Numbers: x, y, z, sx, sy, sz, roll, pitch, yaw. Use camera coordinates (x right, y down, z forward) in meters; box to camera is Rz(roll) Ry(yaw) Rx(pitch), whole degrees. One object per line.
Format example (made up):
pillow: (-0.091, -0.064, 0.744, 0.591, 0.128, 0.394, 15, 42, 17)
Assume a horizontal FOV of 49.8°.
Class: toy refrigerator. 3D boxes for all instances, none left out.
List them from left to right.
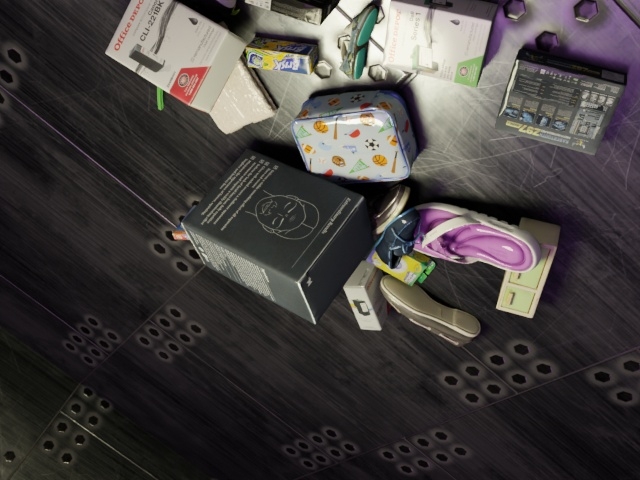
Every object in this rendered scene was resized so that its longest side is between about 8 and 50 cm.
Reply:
toy refrigerator: (0.543, 0.078, 1.813, 0.102, 0.094, 0.270, 15, 135, 13)

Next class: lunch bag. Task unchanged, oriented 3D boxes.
lunch bag: (0.083, -0.248, 1.734, 0.303, 0.115, 0.243, 0, 135, 28)

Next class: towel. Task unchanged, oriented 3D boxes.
towel: (-0.252, -0.417, 1.793, 0.187, 0.049, 0.282, -13, 123, 36)

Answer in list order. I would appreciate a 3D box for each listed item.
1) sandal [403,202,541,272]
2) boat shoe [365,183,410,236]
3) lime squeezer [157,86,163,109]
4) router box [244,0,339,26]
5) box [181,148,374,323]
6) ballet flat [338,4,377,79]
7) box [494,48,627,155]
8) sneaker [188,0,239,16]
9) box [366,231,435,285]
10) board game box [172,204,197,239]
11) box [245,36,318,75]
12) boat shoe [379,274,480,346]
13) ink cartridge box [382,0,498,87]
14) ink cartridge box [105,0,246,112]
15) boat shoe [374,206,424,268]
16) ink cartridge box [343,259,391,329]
sandal: (0.354, 0.000, 1.770, 0.416, 0.102, 0.169, 9, 127, 41)
boat shoe: (0.136, -0.072, 1.878, 0.092, 0.103, 0.285, 33, 142, -12)
lime squeezer: (-0.380, -0.432, 1.791, 0.110, 0.059, 0.310, 29, 152, -33)
router box: (-0.058, -0.543, 1.517, 0.178, 0.133, 0.046, 21, 135, 9)
box: (-0.105, -0.020, 1.815, 0.395, 0.293, 0.212, 25, 154, 28)
ballet flat: (0.078, -0.459, 1.581, 0.070, 0.070, 0.188, 22, 133, 7)
box: (0.518, -0.300, 1.503, 0.232, 0.059, 0.183, 17, 135, 11)
sneaker: (-0.305, -0.589, 1.636, 0.234, 0.084, 0.097, 21, 137, 8)
box: (0.233, 0.061, 1.992, 0.179, 0.043, 0.105, 28, 136, -1)
board game box: (-0.295, -0.053, 2.078, 0.281, 0.145, 0.027, 2, 130, 25)
box: (-0.093, -0.449, 1.675, 0.168, 0.059, 0.054, 12, 136, 17)
boat shoe: (0.311, 0.221, 2.049, 0.335, 0.112, 0.095, 28, 132, -4)
ink cartridge box: (0.252, -0.440, 1.485, 0.219, 0.093, 0.160, 16, 134, 13)
ink cartridge box: (-0.348, -0.462, 1.651, 0.273, 0.114, 0.197, 33, 100, 16)
boat shoe: (0.221, -0.003, 1.820, 0.089, 0.109, 0.258, 59, 165, 16)
ink cartridge box: (0.146, 0.162, 2.066, 0.072, 0.127, 0.175, -1, 128, 31)
